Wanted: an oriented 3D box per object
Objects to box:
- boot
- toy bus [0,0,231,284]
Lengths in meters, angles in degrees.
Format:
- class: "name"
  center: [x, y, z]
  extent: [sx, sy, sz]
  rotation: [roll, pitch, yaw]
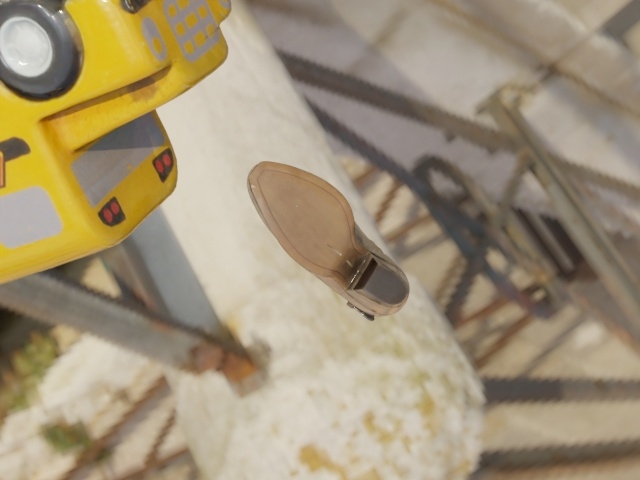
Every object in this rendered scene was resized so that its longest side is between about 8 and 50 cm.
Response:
- class: "boot"
  center: [0.000, 0.000, 0.991]
  extent: [0.118, 0.087, 0.042]
  rotation: [44, 84, -12]
- class: "toy bus"
  center: [-0.192, -0.042, 0.940]
  extent: [0.333, 0.108, 0.130]
  rotation: [-17, 106, 28]
